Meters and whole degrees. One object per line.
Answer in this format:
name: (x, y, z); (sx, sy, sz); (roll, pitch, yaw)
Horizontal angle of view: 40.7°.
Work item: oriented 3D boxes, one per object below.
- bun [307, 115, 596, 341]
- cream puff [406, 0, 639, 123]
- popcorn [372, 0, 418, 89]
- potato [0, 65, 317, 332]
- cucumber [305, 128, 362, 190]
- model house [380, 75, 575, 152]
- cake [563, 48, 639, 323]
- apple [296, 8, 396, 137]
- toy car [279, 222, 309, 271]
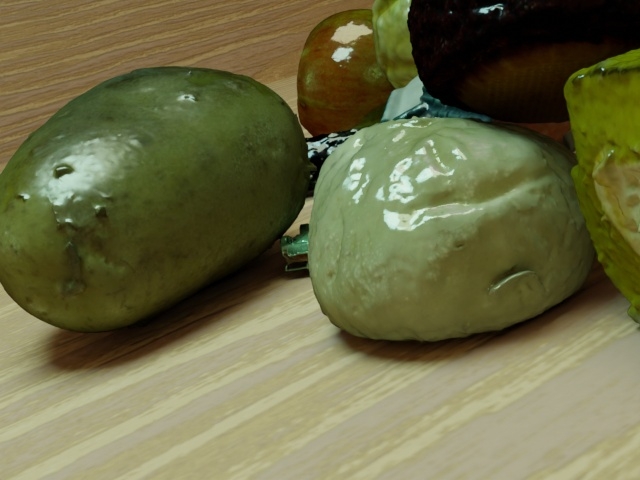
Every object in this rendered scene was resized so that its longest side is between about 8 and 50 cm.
bun: (0.084, -0.022, 0.655); (0.244, 0.153, 0.244); (-18, 15, 5)
cream puff: (0.180, -0.181, 0.641); (0.239, 0.164, 0.239); (0, -9, 0)
popcorn: (0.245, -0.334, 1.263); (0.334, 0.292, 0.293); (-9, 31, -25)
potato: (-0.175, -0.046, 0.839); (0.270, 0.219, 0.359); (4, 25, 32)
cucumber: (-0.078, -0.085, 1.161); (0.304, 0.081, 0.072); (-12, 44, 6)
model house: (0.173, -0.100, 0.890); (0.301, 0.190, 0.271); (-43, 28, -9)
cake: (0.248, -0.026, 0.463); (0.156, 0.179, 0.260); (-17, 12, -12)
apple: (0.080, -0.265, 1.466); (0.226, 0.246, 0.246); (9, 20, 11)
toy car: (0.000, 0.000, 0.863); (0.059, 0.035, 0.122); (-10, 7, 17)
